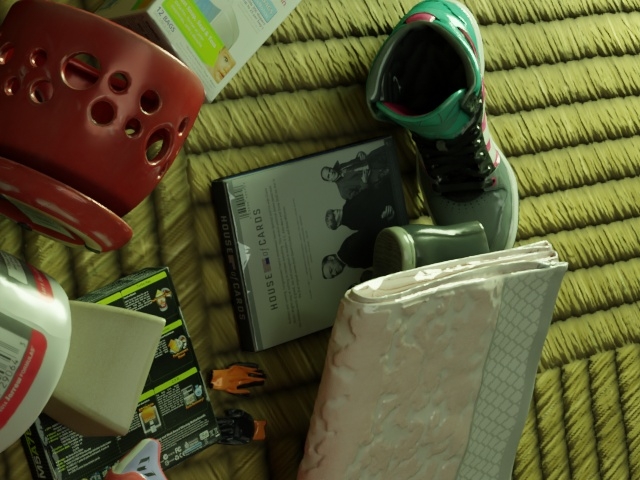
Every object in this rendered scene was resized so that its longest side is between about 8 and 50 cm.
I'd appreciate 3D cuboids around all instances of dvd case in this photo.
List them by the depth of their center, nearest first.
[{"bbox_3d":[0.000,0.000,1.894,0.238,0.029,0.179,-17,100,-39],"label":"dvd case"}]

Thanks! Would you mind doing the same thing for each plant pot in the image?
[{"bbox_3d":[-0.214,0.105,1.609,0.096,0.109,0.109,25,73,-24],"label":"plant pot"},{"bbox_3d":[-0.221,-0.095,1.610,0.191,0.191,0.174,33,76,-35],"label":"plant pot"}]

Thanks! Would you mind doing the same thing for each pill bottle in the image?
[{"bbox_3d":[-0.374,0.045,1.476,0.318,0.176,0.176,31,69,-36],"label":"pill bottle"}]

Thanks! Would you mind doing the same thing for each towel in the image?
[{"bbox_3d":[0.108,0.174,1.874,0.317,0.053,0.332,-12,124,-41],"label":"towel"}]

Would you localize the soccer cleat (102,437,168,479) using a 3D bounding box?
[{"bbox_3d":[-0.125,0.283,1.721,0.095,0.083,0.248,-56,134,-20],"label":"soccer cleat"}]

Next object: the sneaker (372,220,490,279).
[{"bbox_3d":[0.114,0.086,1.905,0.118,0.083,0.222,-7,120,-26],"label":"sneaker"}]

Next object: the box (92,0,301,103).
[{"bbox_3d":[-0.108,-0.235,1.759,0.203,0.103,0.114,-51,120,-29],"label":"box"}]

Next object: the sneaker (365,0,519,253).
[{"bbox_3d":[0.131,-0.110,1.906,0.178,0.123,0.296,-15,92,-70],"label":"sneaker"}]

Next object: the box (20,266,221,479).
[{"bbox_3d":[-0.198,0.142,1.712,0.190,0.045,0.184,-27,104,-37],"label":"box"}]

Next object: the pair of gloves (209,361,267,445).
[{"bbox_3d":[-0.083,0.164,1.831,0.074,0.010,0.083,1,91,-42],"label":"pair of gloves"}]
